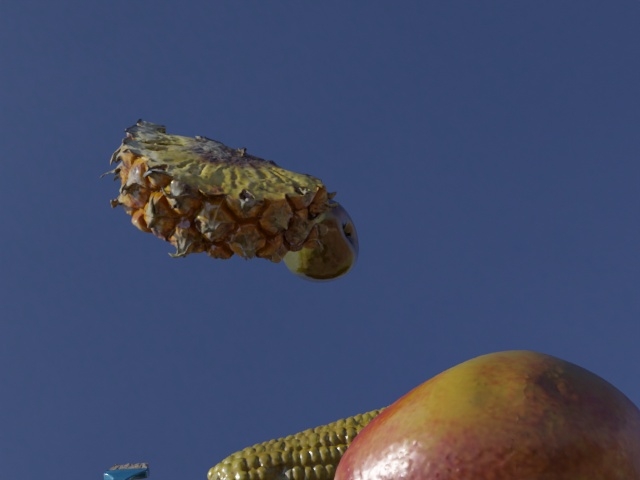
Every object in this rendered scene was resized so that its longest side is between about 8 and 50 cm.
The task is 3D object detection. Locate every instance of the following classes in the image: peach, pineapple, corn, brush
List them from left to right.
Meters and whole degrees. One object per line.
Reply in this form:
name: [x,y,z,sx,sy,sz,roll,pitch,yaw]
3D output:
brush: [-0.225,0.271,1.749,0.051,0.164,0.014,-5,-86,6]
pineapple: [-0.113,-0.037,1.495,0.135,0.233,0.079,-39,-35,-58]
corn: [0.058,0.243,1.729,0.363,0.120,0.120,-11,-51,-6]
peach: [0.121,0.181,1.058,0.231,0.231,0.231,-17,-50,-21]

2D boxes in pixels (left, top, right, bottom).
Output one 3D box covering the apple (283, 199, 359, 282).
apple: [0.000,0.000,1.630,0.074,0.089,0.089,-21,-36,33]
